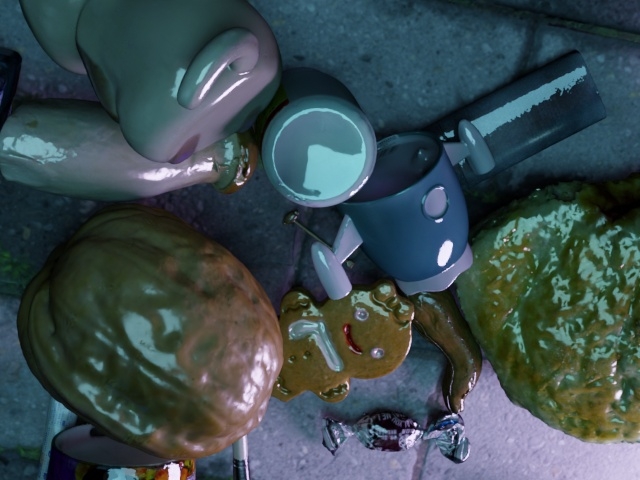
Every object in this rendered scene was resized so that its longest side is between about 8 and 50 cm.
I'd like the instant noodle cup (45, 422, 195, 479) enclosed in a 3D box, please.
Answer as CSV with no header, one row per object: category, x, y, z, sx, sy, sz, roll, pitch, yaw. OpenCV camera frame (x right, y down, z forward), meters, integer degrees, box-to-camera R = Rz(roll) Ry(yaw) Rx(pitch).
instant noodle cup,-0.276,0.364,1.664,0.251,0.251,0.190,4,99,-8

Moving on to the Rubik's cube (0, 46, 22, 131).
Rubik's cube,-0.535,-0.099,1.437,0.293,0.292,0.287,12,106,-12

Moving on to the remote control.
remote control,0.197,-0.125,1.644,0.377,0.044,0.107,-28,105,3

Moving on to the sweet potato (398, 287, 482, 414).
sweet potato,0.180,0.142,1.727,0.081,0.062,0.233,-17,114,20

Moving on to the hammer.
hammer,0.000,0.000,1.681,0.123,0.014,0.029,38,110,-20

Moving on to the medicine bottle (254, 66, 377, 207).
medicine bottle,-0.012,-0.136,1.519,0.139,0.225,0.139,-2,110,-6

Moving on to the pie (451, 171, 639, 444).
pie,0.397,0.091,1.677,0.418,0.180,0.395,-13,109,7

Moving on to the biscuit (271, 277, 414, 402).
biscuit,0.017,0.141,1.690,0.249,0.035,0.184,-16,112,13

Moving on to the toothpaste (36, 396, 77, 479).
toothpaste,-0.368,0.269,1.721,0.052,0.033,0.218,12,104,-12

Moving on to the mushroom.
mushroom,-0.240,-0.111,1.513,0.350,0.128,0.128,-3,111,-32

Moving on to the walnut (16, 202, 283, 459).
walnut,-0.204,0.124,1.546,0.306,0.306,0.344,-43,102,8

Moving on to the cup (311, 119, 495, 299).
cup,0.116,-0.027,1.562,0.300,0.167,0.173,-39,118,-20

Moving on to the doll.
doll,-0.203,-0.245,1.424,0.215,0.370,0.226,-36,150,-26

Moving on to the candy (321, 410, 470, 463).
candy,0.109,0.287,1.771,0.226,0.051,0.094,7,111,-9

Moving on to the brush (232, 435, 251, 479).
brush,-0.114,0.299,1.762,0.042,0.039,0.299,-4,106,-9
